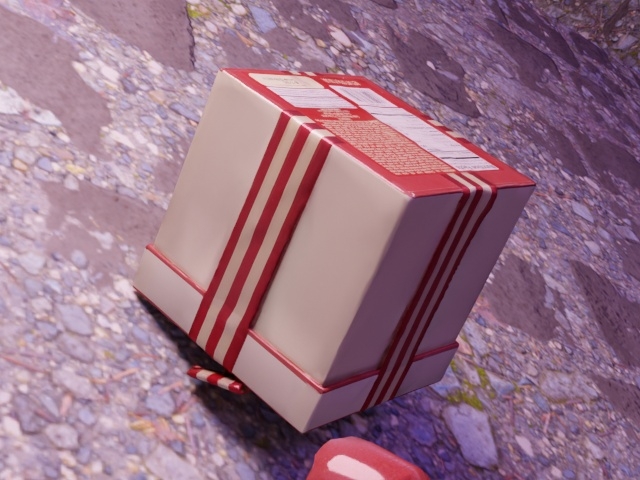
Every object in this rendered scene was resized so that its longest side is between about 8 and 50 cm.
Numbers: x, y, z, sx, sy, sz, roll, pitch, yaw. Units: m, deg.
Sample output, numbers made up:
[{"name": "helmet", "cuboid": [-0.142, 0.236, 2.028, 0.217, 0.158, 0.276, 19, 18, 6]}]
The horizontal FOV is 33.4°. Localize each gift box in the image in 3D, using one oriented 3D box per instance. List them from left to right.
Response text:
[{"name": "gift box", "cuboid": [0.000, 0.000, 0.973, 0.276, 0.258, 0.255, 38, 25, 33]}]

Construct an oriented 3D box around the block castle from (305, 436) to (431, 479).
[{"name": "block castle", "cuboid": [-0.070, 0.282, 0.448, 0.212, 0.303, 0.453, 11, 11, 33]}]
